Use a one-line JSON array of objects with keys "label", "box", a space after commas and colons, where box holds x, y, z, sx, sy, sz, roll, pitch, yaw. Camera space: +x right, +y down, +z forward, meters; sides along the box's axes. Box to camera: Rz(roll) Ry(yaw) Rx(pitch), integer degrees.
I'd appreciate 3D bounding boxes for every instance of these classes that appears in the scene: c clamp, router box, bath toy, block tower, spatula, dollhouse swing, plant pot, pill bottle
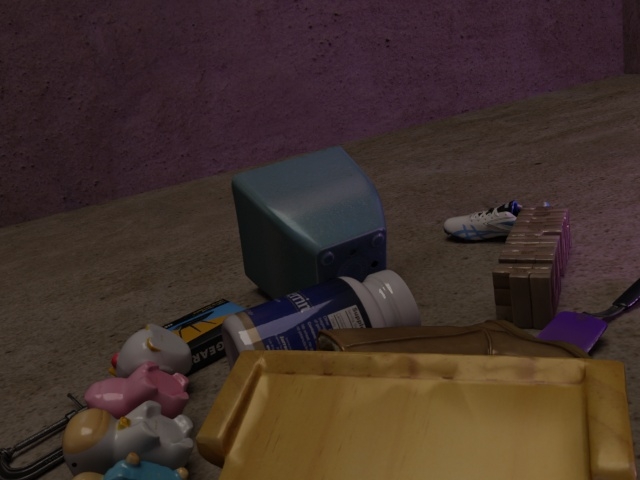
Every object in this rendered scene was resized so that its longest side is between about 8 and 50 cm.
[{"label": "c clamp", "box": [-0.401, 0.292, 0.881, 0.137, 0.022, 0.160, 11, 27, 37]}, {"label": "router box", "box": [-0.213, 0.170, 1.070, 0.178, 0.046, 0.133, -24, 23, -33]}, {"label": "bath toy", "box": [-0.254, 0.238, 0.807, 0.151, 0.129, 0.348, 30, 12, -18]}, {"label": "block tower", "box": [0.378, 0.031, 1.056, 0.090, 0.097, 0.335, 0, 21, 27]}, {"label": "spatula", "box": [0.439, 0.103, 0.912, 0.296, 0.030, 0.084, -23, 20, -28]}, {"label": "dollhouse swing", "box": [0.082, 0.270, 0.523, 0.346, 0.315, 0.305, -3, 56, 23]}, {"label": "plant pot", "box": [0.000, 0.000, 1.157, 0.247, 0.248, 0.252, -19, 36, -21]}, {"label": "pill bottle", "box": [0.004, 0.141, 0.871, 0.264, 0.153, 0.153, -18, 20, -20]}]

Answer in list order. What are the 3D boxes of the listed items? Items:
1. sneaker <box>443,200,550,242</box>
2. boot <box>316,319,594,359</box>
[{"label": "sneaker", "box": [0.377, -0.045, 1.282, 0.237, 0.086, 0.085, -1, 23, 32]}, {"label": "boot", "box": [0.157, 0.161, 0.723, 0.269, 0.089, 0.236, 0, 6, -21]}]
